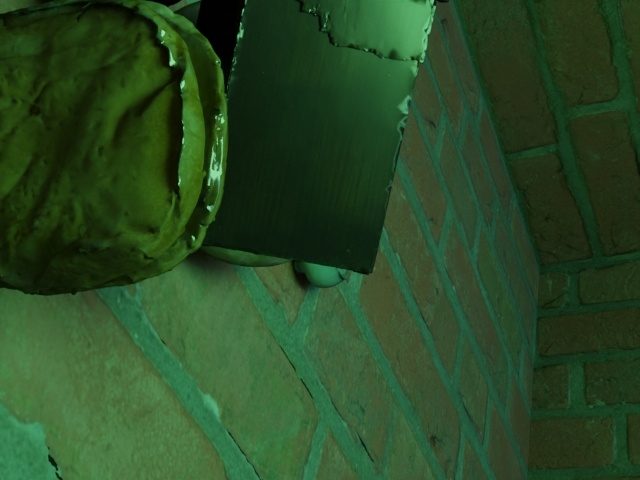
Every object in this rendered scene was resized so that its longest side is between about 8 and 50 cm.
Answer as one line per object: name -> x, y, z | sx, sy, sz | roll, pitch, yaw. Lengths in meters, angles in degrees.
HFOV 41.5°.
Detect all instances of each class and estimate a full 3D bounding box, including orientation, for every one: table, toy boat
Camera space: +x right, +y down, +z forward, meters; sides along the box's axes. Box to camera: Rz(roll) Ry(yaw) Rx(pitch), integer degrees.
table -> -0.034, -0.135, 0.884 | 0.250, 0.196, 0.281 | -152, -107, -69
toy boat -> 0.000, 0.000, 1.436 | 0.207, 0.079, 0.134 | -83, 161, -53

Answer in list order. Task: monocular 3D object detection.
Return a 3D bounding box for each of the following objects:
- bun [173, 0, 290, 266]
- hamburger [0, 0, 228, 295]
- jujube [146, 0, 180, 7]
bun -> -0.080, -0.144, 1.122 | 0.361, 0.213, 0.360 | 27, 59, -58
hamburger -> -0.217, -0.082, 0.719 | 0.144, 0.283, 0.259 | 27, 66, -78
jujube -> -0.235, -0.360, 0.904 | 0.255, 0.190, 0.190 | 52, 35, -25
